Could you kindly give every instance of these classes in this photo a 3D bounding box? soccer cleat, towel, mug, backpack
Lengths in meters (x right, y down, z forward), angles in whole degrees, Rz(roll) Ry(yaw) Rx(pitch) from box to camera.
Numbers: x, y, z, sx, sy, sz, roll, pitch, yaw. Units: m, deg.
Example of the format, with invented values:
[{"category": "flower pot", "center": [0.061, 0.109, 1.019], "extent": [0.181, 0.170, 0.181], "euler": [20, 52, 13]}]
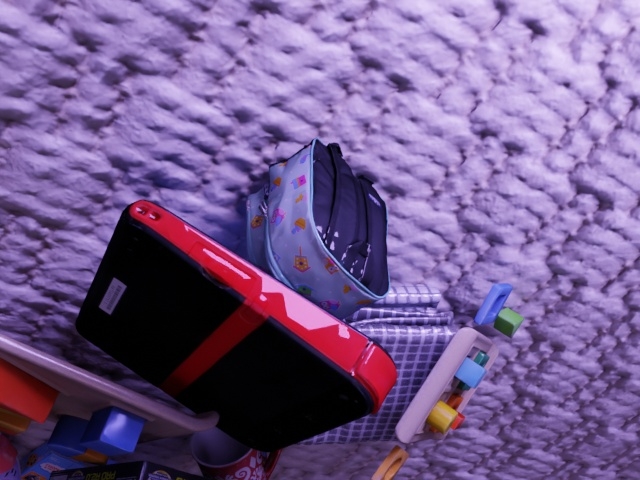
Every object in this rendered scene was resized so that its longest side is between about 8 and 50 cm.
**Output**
[{"category": "soccer cleat", "center": [-0.621, 0.386, 1.071], "extent": [0.248, 0.083, 0.095], "euler": [-14, 112, -2]}, {"category": "towel", "center": [0.061, 0.198, 0.977], "extent": [0.235, 0.121, 0.283], "euler": [1, 131, -10]}, {"category": "mug", "center": [-0.127, 0.388, 1.107], "extent": [0.151, 0.113, 0.169], "euler": [-10, 122, -2]}, {"category": "backpack", "center": [0.000, 0.000, 0.750], "extent": [0.145, 0.188, 0.166], "euler": [-32, 128, 19]}]

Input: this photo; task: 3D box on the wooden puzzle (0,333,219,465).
[{"category": "wooden puzzle", "center": [-0.360, 0.235, 0.892], "extent": [0.348, 0.080, 0.322], "euler": [27, 148, -25]}]

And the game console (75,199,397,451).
[{"category": "game console", "center": [-0.124, 0.130, 0.799], "extent": [0.342, 0.060, 0.386], "euler": [37, 144, -7]}]

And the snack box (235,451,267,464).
[{"category": "snack box", "center": [-0.165, 0.444, 1.226], "extent": [0.064, 0.022, 0.178], "euler": [20, 125, -20]}]

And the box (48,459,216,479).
[{"category": "box", "center": [-0.265, 0.402, 1.009], "extent": [0.270, 0.060, 0.216], "euler": [-20, 139, 38]}]

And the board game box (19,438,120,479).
[{"category": "board game box", "center": [-0.476, 0.438, 1.169], "extent": [0.212, 0.039, 0.160], "euler": [-34, 127, 21]}]

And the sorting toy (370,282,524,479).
[{"category": "sorting toy", "center": [0.197, 0.221, 0.939], "extent": [0.347, 0.047, 0.196], "euler": [-57, 150, 1]}]
